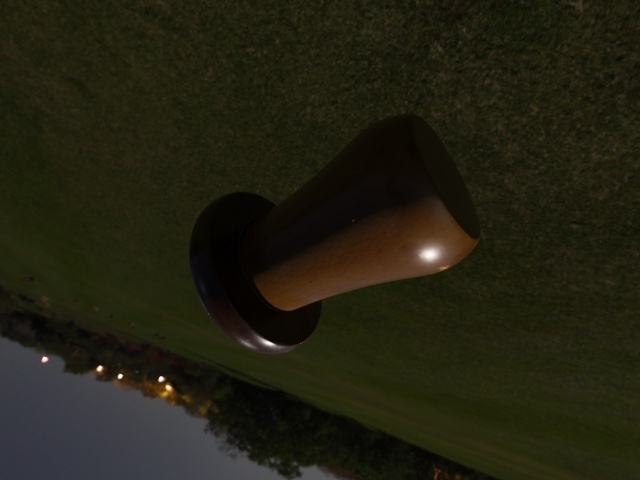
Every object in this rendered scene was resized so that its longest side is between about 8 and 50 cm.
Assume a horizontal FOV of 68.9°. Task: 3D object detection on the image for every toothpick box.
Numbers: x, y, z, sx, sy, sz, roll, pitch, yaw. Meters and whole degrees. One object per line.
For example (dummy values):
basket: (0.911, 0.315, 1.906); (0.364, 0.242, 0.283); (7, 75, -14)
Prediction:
toothpick box: (0.000, 0.000, 0.491); (0.294, 0.192, 0.192); (-27, 133, 29)
